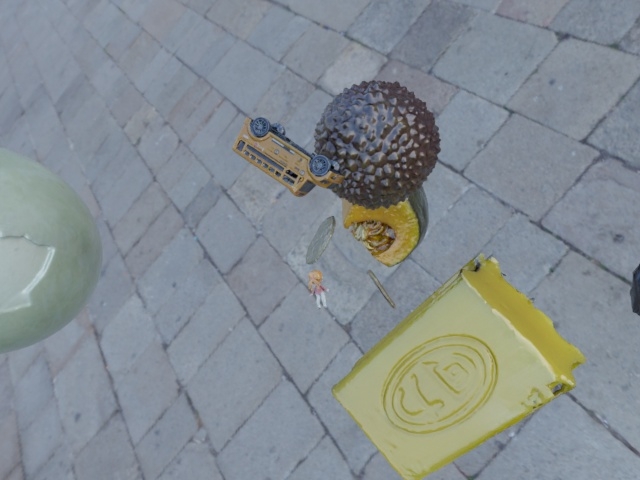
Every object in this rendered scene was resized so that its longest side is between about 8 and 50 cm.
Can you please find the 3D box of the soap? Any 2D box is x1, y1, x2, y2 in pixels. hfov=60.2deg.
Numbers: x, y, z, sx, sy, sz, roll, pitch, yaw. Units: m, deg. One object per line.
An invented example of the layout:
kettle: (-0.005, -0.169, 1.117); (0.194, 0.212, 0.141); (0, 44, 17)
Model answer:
soap: (0.180, 0.192, 0.782); (0.204, 0.096, 0.324); (47, 126, 12)

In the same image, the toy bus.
toy bus: (-0.055, -0.140, 0.975); (0.195, 0.083, 0.088); (35, 102, 14)

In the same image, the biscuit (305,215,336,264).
biscuit: (0.000, 0.000, 1.190); (0.120, 0.015, 0.120); (-55, 16, 24)

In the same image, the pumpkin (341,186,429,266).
pumpkin: (0.194, -0.094, 1.650); (0.256, 0.303, 0.225); (-37, 24, 24)

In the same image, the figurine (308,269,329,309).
figurine: (-0.006, 0.135, 1.535); (0.064, 0.047, 0.109); (-17, 79, 24)

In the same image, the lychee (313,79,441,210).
lychee: (0.107, -0.200, 1.111); (0.268, 0.267, 0.267); (-20, 53, 30)

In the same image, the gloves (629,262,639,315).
gloves: (0.606, 0.046, 0.964); (0.106, 0.129, 0.180); (27, 113, 57)

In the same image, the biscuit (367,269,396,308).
biscuit: (0.185, 0.148, 1.676); (0.018, 0.147, 0.071); (-36, 13, 3)

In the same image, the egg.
egg: (-0.451, 0.011, 0.719); (0.279, 0.336, 0.278); (-2, 76, 9)
